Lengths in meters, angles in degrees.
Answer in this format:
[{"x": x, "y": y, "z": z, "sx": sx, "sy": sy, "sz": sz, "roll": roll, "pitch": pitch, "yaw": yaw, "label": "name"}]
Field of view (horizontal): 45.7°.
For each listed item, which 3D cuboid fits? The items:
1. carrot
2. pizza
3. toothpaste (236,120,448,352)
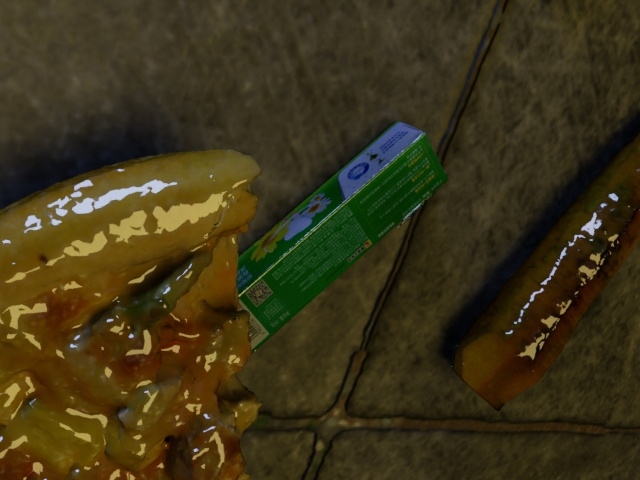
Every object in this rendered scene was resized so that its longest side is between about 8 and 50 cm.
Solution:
[{"x": 0.199, "y": 0.015, "z": 0.586, "sx": 0.260, "sy": 0.070, "sz": 0.070, "roll": -50, "pitch": 128, "yaw": -4, "label": "carrot"}, {"x": -0.160, "y": 0.087, "z": 0.372, "sx": 0.269, "sy": 0.087, "sz": 0.257, "roll": -6, "pitch": 114, "yaw": -16, "label": "pizza"}, {"x": 0.000, "y": 0.000, "z": 0.472, "sx": 0.178, "sy": 0.037, "sz": 0.043, "roll": -41, "pitch": 123, "yaw": -8, "label": "toothpaste"}]
